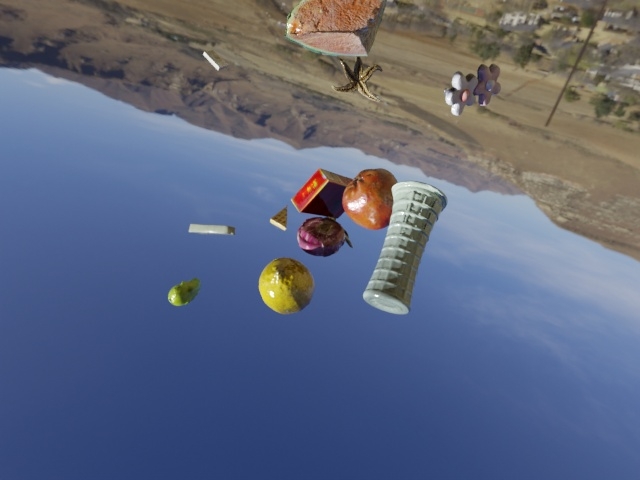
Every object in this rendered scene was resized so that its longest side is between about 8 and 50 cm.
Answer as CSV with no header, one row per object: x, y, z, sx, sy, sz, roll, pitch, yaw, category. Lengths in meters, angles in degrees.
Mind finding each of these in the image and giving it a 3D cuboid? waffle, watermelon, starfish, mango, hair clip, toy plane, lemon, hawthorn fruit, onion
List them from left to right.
-0.612,0.233,1.869,0.100,0.119,0.178,57,-148,-4,mango
-0.154,0.201,1.844,0.253,0.254,0.310,25,165,24,lemon
-0.197,-0.136,2.396,0.125,0.032,0.191,28,-137,17,waffle
0.000,0.000,1.894,0.229,0.164,0.230,8,-143,-6,onion
0.035,-0.499,0.970,0.230,0.129,0.146,0,170,1,watermelon
0.082,-0.054,2.101,0.262,0.088,0.192,65,-173,26,toy plane
0.155,-0.640,1.645,0.238,0.213,0.057,50,179,-22,starfish
0.165,-0.109,1.214,0.200,0.179,0.179,52,-174,-18,hawthorn fruit
0.522,-0.520,1.405,0.256,0.146,0.075,-19,-152,-15,hair clip

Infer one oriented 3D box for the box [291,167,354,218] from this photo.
0.039,-0.205,1.858,0.313,0.197,0.089,5,-136,-55,box

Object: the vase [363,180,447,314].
0.198,0.018,0.981,0.143,0.299,0.143,18,159,7,vase

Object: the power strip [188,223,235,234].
-0.553,-0.055,2.110,0.285,0.048,0.080,4,177,28,power strip

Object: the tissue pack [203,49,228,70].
-0.471,-0.813,1.845,0.108,0.023,0.056,47,-126,8,tissue pack
